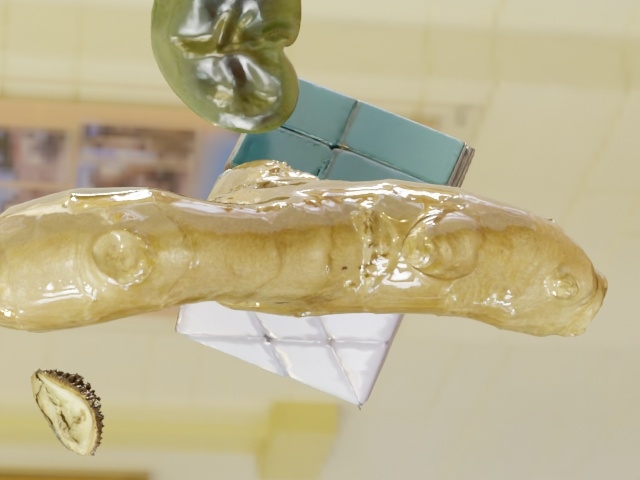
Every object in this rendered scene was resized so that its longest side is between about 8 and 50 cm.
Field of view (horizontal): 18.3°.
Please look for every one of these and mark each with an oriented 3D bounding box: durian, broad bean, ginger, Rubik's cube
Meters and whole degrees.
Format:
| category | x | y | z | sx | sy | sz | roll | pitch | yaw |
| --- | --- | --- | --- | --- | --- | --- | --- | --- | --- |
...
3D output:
| category | x | y | z | sx | sy | sz | roll | pitch | yaw |
| --- | --- | --- | --- | --- | --- | --- | --- | --- | --- |
| durian | -0.297 | 0.201 | 2.396 | 0.130 | 0.066 | 0.052 | 56 | -173 | 12 |
| broad bean | -0.088 | -0.205 | 1.924 | 0.072 | 0.153 | 0.206 | -128 | 24 | -70 |
| ginger | -0.020 | 0.004 | 1.337 | 0.363 | 0.348 | 0.122 | 0 | -88 | -57 |
| Rubik's cube | 0.000 | 0.000 | 2.065 | 0.221 | 0.231 | 0.224 | 108 | -175 | -53 |
